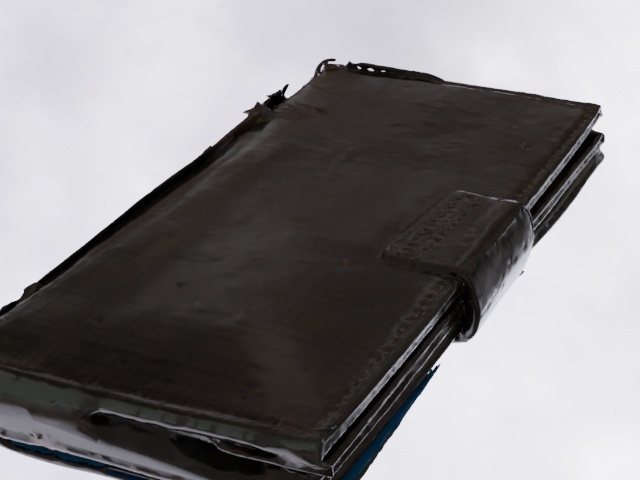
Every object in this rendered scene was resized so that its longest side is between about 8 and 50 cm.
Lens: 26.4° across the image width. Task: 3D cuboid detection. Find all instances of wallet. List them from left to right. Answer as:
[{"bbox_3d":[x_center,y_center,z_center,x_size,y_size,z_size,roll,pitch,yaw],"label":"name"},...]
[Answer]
[{"bbox_3d":[0.000,0.001,0.583,0.169,0.044,0.317,12,-149,24],"label":"wallet"}]
